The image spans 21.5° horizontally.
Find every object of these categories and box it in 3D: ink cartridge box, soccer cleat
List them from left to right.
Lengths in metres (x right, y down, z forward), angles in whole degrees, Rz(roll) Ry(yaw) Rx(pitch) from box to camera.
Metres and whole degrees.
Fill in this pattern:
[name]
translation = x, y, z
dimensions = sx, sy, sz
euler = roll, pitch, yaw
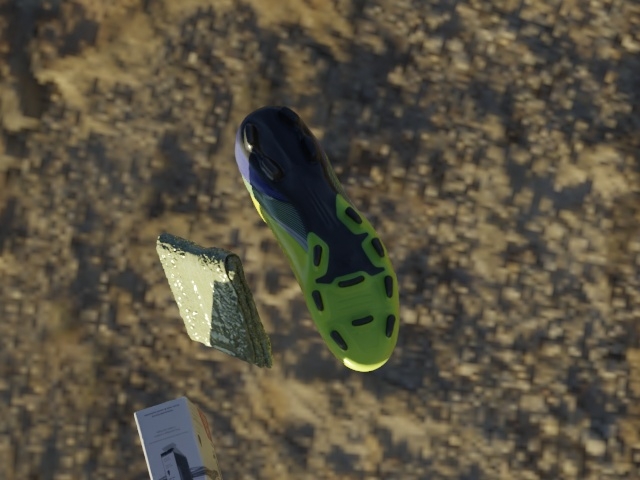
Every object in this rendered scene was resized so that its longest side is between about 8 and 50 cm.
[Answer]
[ink cartridge box]
translation = -0.130, 0.233, 1.653
dimensions = 0.056, 0.099, 0.135
euler = -18, 70, 3
[soccer cleat]
translation = 0.001, -0.001, 1.671
dimensions = 0.121, 0.093, 0.289
euler = 96, 149, -73

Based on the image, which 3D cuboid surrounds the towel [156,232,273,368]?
[towel]
translation = -0.103, 0.059, 1.653
dimensions = 0.110, 0.027, 0.148
euler = 16, 139, 39
